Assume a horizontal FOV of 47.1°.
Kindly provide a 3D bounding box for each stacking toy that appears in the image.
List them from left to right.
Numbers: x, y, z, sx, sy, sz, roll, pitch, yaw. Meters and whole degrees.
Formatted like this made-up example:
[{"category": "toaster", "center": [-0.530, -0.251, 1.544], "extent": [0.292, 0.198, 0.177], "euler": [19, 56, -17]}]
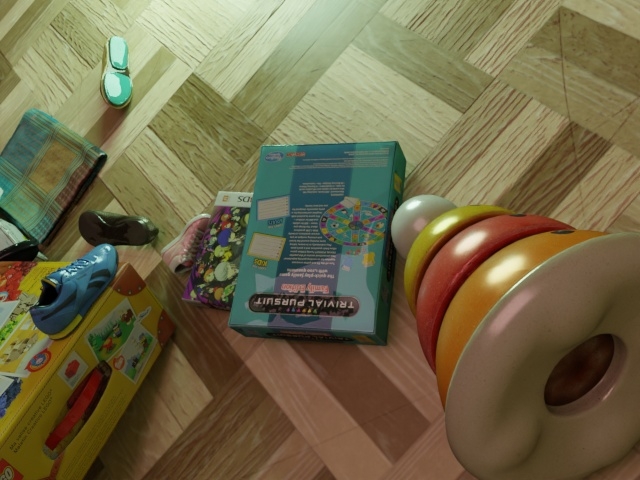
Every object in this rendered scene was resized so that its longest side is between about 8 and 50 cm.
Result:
[{"category": "stacking toy", "center": [0.223, 0.061, 1.005], "extent": [0.350, 0.350, 0.480], "euler": [-46, 37, 4]}]

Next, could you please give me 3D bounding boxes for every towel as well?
[{"category": "towel", "center": [-0.702, -0.168, 1.823], "extent": [0.370, 0.040, 0.271], "euler": [30, 85, 38]}]

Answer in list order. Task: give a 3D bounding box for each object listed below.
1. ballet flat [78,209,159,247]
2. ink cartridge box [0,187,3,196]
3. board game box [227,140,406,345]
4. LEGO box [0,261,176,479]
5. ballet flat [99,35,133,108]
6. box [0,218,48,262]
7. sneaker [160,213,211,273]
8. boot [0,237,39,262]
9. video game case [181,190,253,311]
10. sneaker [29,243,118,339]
[{"category": "ballet flat", "center": [-0.434, -0.027, 1.581], "extent": [0.249, 0.058, 0.084], "euler": [2, 104, 38]}, {"category": "ink cartridge box", "center": [-0.906, -0.021, 1.764], "extent": [0.273, 0.114, 0.197], "euler": [-39, 31, 23]}, {"category": "board game box", "center": [0.000, 0.000, 1.246], "extent": [0.253, 0.079, 0.336], "euler": [1, 69, 21]}, {"category": "LEGO box", "center": [-0.552, 0.279, 1.299], "extent": [0.372, 0.193, 0.500], "euler": [-1, 44, 30]}, {"category": "ballet flat", "center": [-0.504, -0.398, 1.805], "extent": [0.073, 0.080, 0.232], "euler": [-41, 43, 44]}, {"category": "box", "center": [-0.781, 0.107, 1.705], "extent": [0.169, 0.087, 0.290], "euler": [33, 87, 39]}, {"category": "sneaker", "center": [-0.253, 0.013, 1.447], "extent": [0.134, 0.051, 0.070], "euler": [-42, 54, 12]}, {"category": "boot", "center": [-0.678, 0.132, 1.587], "extent": [0.246, 0.207, 0.094], "euler": [-29, 9, -3]}, {"category": "video game case", "center": [-0.137, 0.021, 1.374], "extent": [0.210, 0.042, 0.232], "euler": [6, 70, 34]}, {"category": "sneaker", "center": [-0.415, 0.067, 1.244], "extent": [0.069, 0.082, 0.209], "euler": [-4, 41, 29]}]
